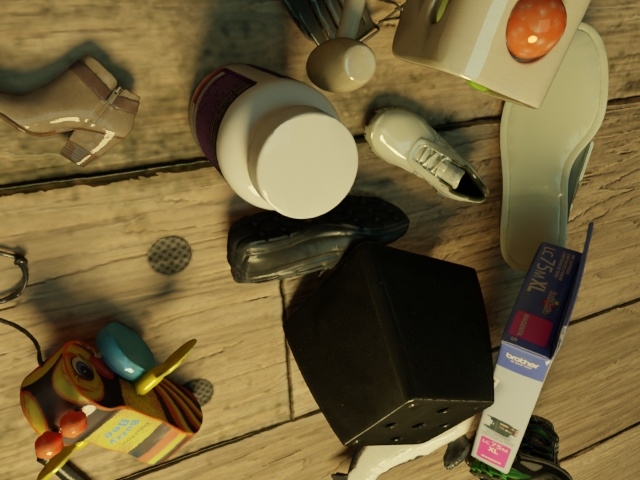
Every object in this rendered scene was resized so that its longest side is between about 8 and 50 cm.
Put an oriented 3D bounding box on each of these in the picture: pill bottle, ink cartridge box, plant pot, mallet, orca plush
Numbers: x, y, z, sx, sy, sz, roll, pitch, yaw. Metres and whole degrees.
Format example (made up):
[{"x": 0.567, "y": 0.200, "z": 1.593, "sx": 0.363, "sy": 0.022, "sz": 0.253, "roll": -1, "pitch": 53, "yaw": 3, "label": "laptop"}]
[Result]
[{"x": -0.045, "y": -0.090, "z": 0.435, "sx": 0.108, "sy": 0.193, "sz": 0.108, "roll": -10, "pitch": 117, "yaw": -21, "label": "pill bottle"}, {"x": 0.267, "y": 0.139, "z": 0.637, "sx": 0.186, "sy": 0.065, "sz": 0.311, "roll": -49, "pitch": 149, "yaw": -38, "label": "ink cartridge box"}, {"x": 0.090, "y": 0.136, "z": 0.583, "sx": 0.187, "sy": 0.167, "sz": 0.188, "roll": 13, "pitch": 134, "yaw": -32, "label": "plant pot"}, {"x": -0.287, "y": 0.324, "z": 0.616, "sx": 0.062, "sy": 0.039, "sz": 0.190, "roll": -41, "pitch": 120, "yaw": -7, "label": "mallet"}, {"x": 0.153, "y": 0.297, "z": 0.776, "sx": 0.287, "sy": 0.151, "sz": 0.102, "roll": -59, "pitch": 155, "yaw": 4, "label": "orca plush"}]

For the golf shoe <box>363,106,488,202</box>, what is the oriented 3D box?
[{"x": 0.133, "y": -0.098, "z": 0.585, "sx": 0.176, "sy": 0.086, "sz": 0.069, "roll": 23, "pitch": 104, "yaw": -31, "label": "golf shoe"}]

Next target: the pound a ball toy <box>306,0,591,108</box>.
[{"x": 0.142, "y": -0.247, "z": 0.403, "sx": 0.208, "sy": 0.136, "sz": 0.319, "roll": 10, "pitch": 110, "yaw": -29, "label": "pound a ball toy"}]

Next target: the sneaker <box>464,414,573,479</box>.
[{"x": 0.323, "y": 0.345, "z": 0.805, "sx": 0.146, "sy": 0.134, "sz": 0.343, "roll": -56, "pitch": 167, "yaw": -6, "label": "sneaker"}]

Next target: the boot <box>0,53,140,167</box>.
[{"x": -0.223, "y": -0.124, "z": 0.431, "sx": 0.118, "sy": 0.042, "sz": 0.087, "roll": 35, "pitch": 89, "yaw": -35, "label": "boot"}]

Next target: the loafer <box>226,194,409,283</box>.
[{"x": 0.000, "y": 0.000, "z": 0.579, "sx": 0.223, "sy": 0.076, "sz": 0.078, "roll": -11, "pitch": 134, "yaw": -23, "label": "loafer"}]

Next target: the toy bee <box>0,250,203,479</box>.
[{"x": -0.230, "y": 0.162, "z": 0.488, "sx": 0.298, "sy": 0.162, "sz": 0.195, "roll": 25, "pitch": 103, "yaw": -33, "label": "toy bee"}]

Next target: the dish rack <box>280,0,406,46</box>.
[{"x": 0.069, "y": -0.313, "z": 0.458, "sx": 0.271, "sy": 0.074, "sz": 0.208, "roll": -39, "pitch": 123, "yaw": -4, "label": "dish rack"}]

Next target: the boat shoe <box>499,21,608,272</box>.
[{"x": 0.302, "y": -0.118, "z": 0.670, "sx": 0.099, "sy": 0.116, "sz": 0.319, "roll": -34, "pitch": 130, "yaw": -62, "label": "boat shoe"}]
